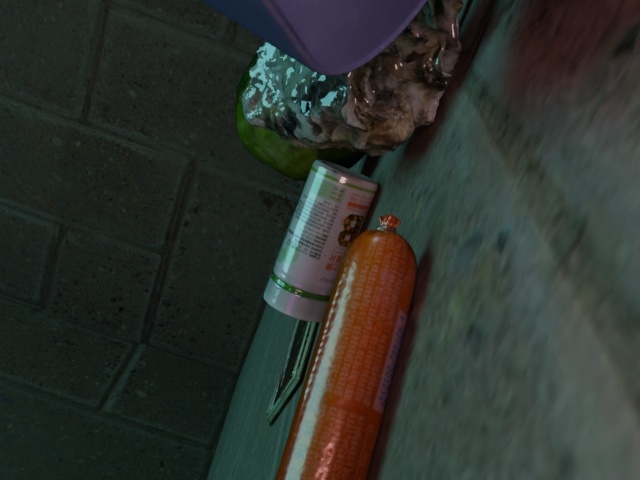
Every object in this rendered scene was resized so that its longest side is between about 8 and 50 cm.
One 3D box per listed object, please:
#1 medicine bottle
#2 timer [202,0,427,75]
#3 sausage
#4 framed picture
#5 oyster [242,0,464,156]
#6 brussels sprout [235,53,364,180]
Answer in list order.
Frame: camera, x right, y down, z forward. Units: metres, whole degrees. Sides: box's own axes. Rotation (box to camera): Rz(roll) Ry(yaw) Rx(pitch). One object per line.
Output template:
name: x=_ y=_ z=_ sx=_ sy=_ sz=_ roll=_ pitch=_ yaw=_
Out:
medicine bottle: x=0.000 y=0.000 z=0.790 sx=0.086 sy=0.086 sz=0.183 roll=-91 pitch=21 yaw=-78
timer: x=0.042 y=-0.270 z=0.243 sx=0.395 sy=0.173 sz=0.395 roll=-46 pitch=-16 yaw=-18
sausage: x=0.001 y=0.139 z=0.383 sx=0.053 sy=0.053 sz=0.347 roll=122 pitch=167 yaw=-69
framed picture: x=-0.024 y=0.124 z=0.982 sx=0.216 sy=0.016 sz=0.273 roll=117 pitch=172 yaw=-55
oyster: x=0.019 y=-0.163 z=0.593 sx=0.112 sy=0.198 sz=0.267 roll=-30 pitch=-21 yaw=-35
brussels sprout: x=0.004 y=-0.210 z=0.929 sx=0.271 sy=0.210 sz=0.219 roll=-48 pitch=-6 yaw=16
